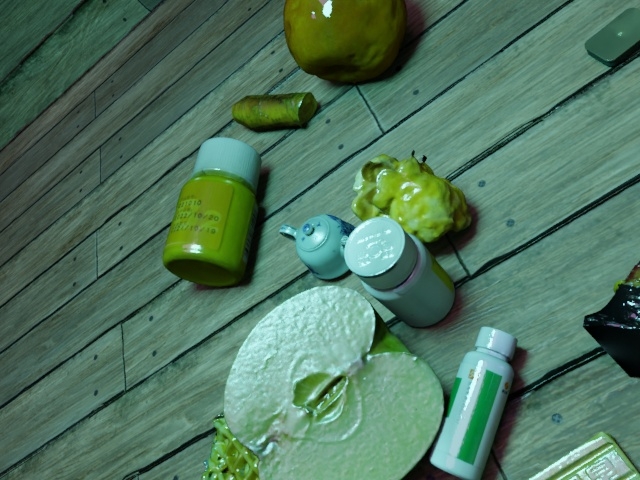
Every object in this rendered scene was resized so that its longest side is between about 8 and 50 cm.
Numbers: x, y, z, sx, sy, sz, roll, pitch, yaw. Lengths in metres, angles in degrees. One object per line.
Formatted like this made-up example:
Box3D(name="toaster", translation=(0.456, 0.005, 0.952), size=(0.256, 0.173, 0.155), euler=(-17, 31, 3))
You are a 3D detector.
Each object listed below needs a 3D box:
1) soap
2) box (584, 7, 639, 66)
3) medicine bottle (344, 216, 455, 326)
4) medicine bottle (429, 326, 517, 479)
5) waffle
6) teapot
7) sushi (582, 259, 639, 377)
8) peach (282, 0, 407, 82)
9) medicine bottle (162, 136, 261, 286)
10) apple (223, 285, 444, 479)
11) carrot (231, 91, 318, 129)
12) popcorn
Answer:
Box3D(name="soap", translation=(0.376, 0.408, 0.811), size=(0.252, 0.037, 0.092), euler=(-40, 49, 10))
Box3D(name="box", translation=(0.646, -0.434, 1.110), size=(0.126, 0.031, 0.091), euler=(-40, 48, 11))
Box3D(name="medicine bottle", translation=(0.159, 0.067, 1.017), size=(0.144, 0.258, 0.143), euler=(-17, 56, 27))
Box3D(name="medicine bottle", translation=(0.278, 0.285, 0.916), size=(0.095, 0.095, 0.259), euler=(14, 74, 40))
Box3D(name="waffle", translation=(-0.134, 0.483, 1.117), size=(0.298, 0.073, 0.316), euler=(-22, 51, 26))
Box3D(name="teapot", translation=(0.000, 0.000, 1.249), size=(0.232, 0.159, 0.158), euler=(12, 73, 40))
Box3D(name="sushi", translation=(0.541, 0.106, 0.799), size=(0.172, 0.153, 0.150), euler=(-23, 31, 51))
Box3D(name="peach", translation=(0.071, -0.614, 1.428), size=(0.343, 0.343, 0.301), euler=(2, 88, 37))
Box3D(name="medicine bottle", translation=(-0.290, -0.082, 1.454), size=(0.225, 0.224, 0.383), euler=(-8, 61, 33))
Box3D(name="apple", translation=(0.009, 0.290, 0.966), size=(0.360, 0.311, 0.320), euler=(-40, 24, -5))
Box3D(name="carrot", translation=(-0.149, -0.405, 1.621), size=(0.302, 0.114, 0.114), euler=(8, 70, 36))
Box3D(name="popcorn", translation=(0.195, -0.086, 1.134), size=(0.253, 0.190, 0.191), euler=(46, 112, 4))
